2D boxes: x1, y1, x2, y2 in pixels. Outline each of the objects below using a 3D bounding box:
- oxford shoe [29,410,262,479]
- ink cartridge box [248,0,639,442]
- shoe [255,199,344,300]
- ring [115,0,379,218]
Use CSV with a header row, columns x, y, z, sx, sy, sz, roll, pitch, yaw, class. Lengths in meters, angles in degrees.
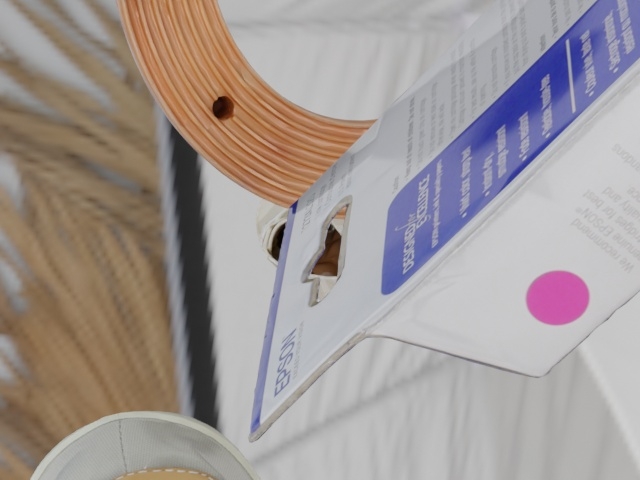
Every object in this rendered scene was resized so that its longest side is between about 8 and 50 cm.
x,y,z,sx,sy,sz,roll,pitch,yaw,class
-0.035,0.296,0.799,0.169,0.449,0.130,-15,4,-5,oxford shoe
0.121,-0.077,0.630,0.069,0.371,0.176,41,24,-16,ink cartridge box
0.000,0.000,1.448,0.058,0.076,0.219,35,2,-35,shoe
0.023,-0.181,1.119,0.336,0.337,0.032,8,4,-32,ring
